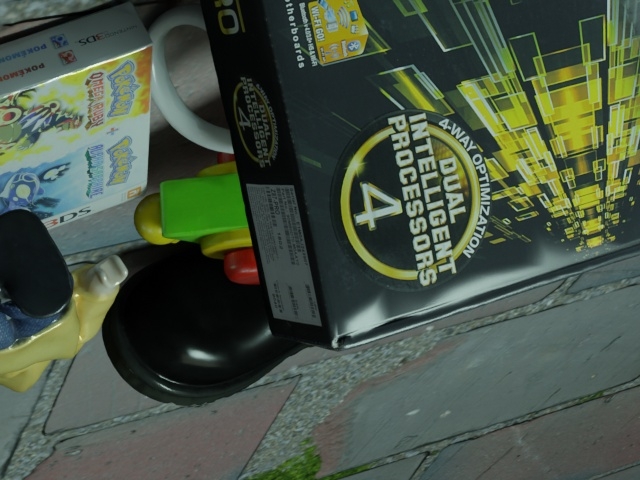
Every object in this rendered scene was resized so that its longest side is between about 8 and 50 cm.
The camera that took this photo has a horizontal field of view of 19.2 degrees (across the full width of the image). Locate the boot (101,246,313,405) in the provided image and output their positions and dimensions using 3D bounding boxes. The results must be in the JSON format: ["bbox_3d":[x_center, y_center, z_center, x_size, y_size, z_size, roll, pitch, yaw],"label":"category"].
[{"bbox_3d":[-0.001,-0.004,1.595,0.348,0.131,0.260,-21,162,-38],"label":"boot"}]

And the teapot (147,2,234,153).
[{"bbox_3d":[0.013,-0.160,1.269,0.256,0.187,0.252,-44,-175,-7],"label":"teapot"}]

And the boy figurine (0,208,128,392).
[{"bbox_3d":[-0.230,0.054,1.435,0.177,0.092,0.285,-22,172,-9],"label":"boy figurine"}]

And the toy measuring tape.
[{"bbox_3d":[0.019,-0.029,1.459,0.330,0.121,0.121,-6,159,12],"label":"toy measuring tape"}]

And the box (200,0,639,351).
[{"bbox_3d":[0.085,-0.167,1.103,0.318,0.395,0.097,-16,-171,-27],"label":"box"}]

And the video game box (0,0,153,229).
[{"bbox_3d":[-0.213,-0.069,1.352,0.187,0.048,0.205,-23,156,-18],"label":"video game box"}]
